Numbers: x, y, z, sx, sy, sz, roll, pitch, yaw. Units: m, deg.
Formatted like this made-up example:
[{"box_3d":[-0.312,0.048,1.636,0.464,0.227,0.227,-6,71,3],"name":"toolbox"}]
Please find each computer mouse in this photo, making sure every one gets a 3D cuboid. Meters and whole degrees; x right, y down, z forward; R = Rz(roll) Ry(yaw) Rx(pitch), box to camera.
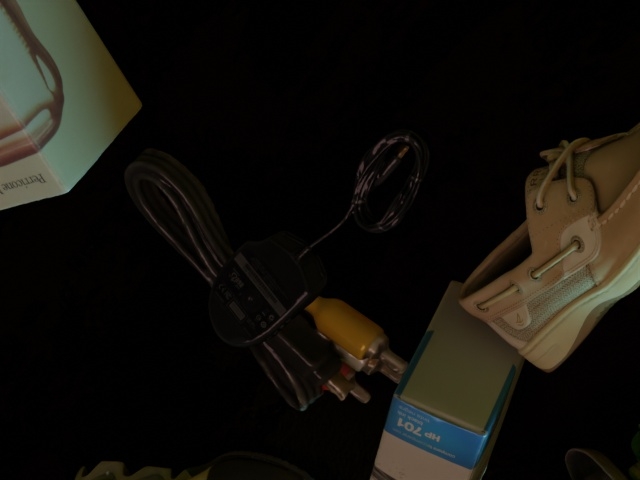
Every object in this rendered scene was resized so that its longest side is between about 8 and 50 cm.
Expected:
[{"box_3d":[0.000,0.000,1.262,0.242,0.041,0.071,-41,78,25],"name":"computer mouse"}]

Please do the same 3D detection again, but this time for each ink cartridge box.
[{"box_3d":[0.100,0.151,1.298,0.082,0.139,0.190,23,136,9],"name":"ink cartridge box"}]

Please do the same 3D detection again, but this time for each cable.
[{"box_3d":[-0.052,0.037,1.369,0.287,0.072,0.139,46,149,4],"name":"cable"}]

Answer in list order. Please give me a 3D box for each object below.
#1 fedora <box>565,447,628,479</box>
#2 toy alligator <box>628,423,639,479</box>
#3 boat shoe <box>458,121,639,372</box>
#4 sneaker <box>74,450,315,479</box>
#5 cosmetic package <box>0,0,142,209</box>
[{"box_3d":[0.229,0.292,1.258,0.124,0.275,0.243,-31,117,-2],"name":"fedora"},{"box_3d":[0.293,0.207,1.306,0.189,0.056,0.051,56,174,-24],"name":"toy alligator"},{"box_3d":[0.185,-0.017,1.127,0.098,0.109,0.302,31,143,1],"name":"boat shoe"},{"box_3d":[-0.136,0.293,1.566,0.331,0.146,0.122,-12,120,35],"name":"sneaker"},{"box_3d":[-0.291,-0.174,1.244,0.153,0.129,0.296,-13,121,36],"name":"cosmetic package"}]
